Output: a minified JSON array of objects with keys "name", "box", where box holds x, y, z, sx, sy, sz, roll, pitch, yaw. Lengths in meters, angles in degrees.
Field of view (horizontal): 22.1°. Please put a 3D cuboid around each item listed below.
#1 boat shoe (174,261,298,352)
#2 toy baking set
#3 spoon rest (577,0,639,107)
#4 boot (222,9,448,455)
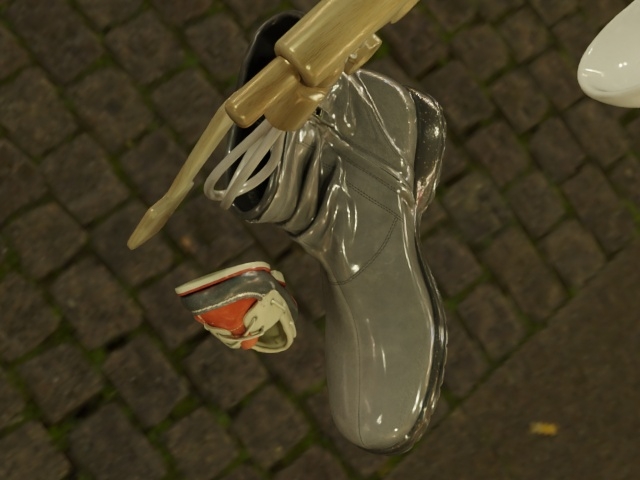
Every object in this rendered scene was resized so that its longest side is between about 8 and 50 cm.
[{"name":"boat shoe","box":[-0.043,0.039,0.904,0.049,0.137,0.043,-15,82,10]},{"name":"toy baking set","box":[-0.002,-0.085,0.888,0.256,0.197,0.030,-43,84,-13]},{"name":"spoon rest","box":[0.306,-0.192,1.202,0.276,0.137,0.084,-35,113,2]},{"name":"boot","box":[0.000,0.000,1.344,0.223,0.118,0.338,20,64,-52]}]
